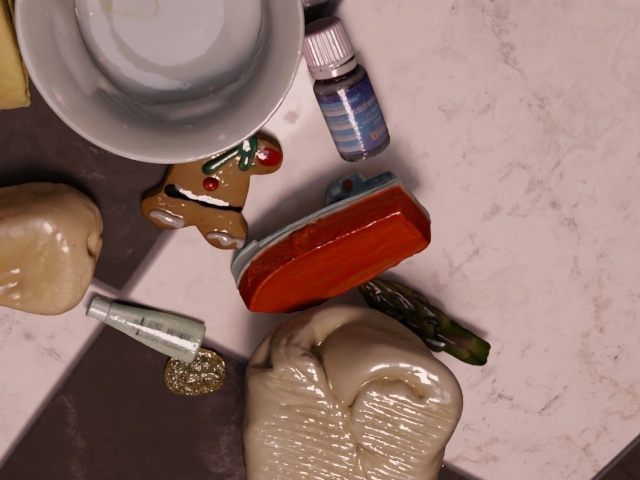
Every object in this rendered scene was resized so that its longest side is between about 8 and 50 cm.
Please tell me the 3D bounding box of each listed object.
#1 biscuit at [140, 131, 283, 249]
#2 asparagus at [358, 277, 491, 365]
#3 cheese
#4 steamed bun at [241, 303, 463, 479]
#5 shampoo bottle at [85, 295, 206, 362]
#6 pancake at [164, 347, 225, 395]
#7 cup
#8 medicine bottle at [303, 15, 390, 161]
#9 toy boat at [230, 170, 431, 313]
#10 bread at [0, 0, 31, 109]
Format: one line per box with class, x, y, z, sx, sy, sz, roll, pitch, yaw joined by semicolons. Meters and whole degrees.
biscuit;-0.154;-0.128;1.294;0.197;0.049;0.301;16;114;-18
asparagus;0.166;0.131;1.465;0.287;0.080;0.080;32;110;-28
cheese;-0.430;0.020;1.296;0.235;0.117;0.218;-29;120;12
steamed bun;0.043;0.273;1.418;0.343;0.255;0.367;15;112;1
shampoo bottle;-0.286;0.139;1.421;0.191;0.041;0.069;22;99;-17
pancake;-0.213;0.225;1.492;0.108;0.017;0.108;-3;118;-6
cup;-0.198;-0.288;1.126;0.348;0.163;0.347;-2;115;-4
medicine bottle;0.032;-0.215;1.250;0.084;0.083;0.203;-23;118;5
toy boat;0.000;0.000;1.345;0.332;0.133;0.145;-27;138;20
bread;-0.470;-0.261;1.110;0.168;0.163;0.263;-6;119;-6
